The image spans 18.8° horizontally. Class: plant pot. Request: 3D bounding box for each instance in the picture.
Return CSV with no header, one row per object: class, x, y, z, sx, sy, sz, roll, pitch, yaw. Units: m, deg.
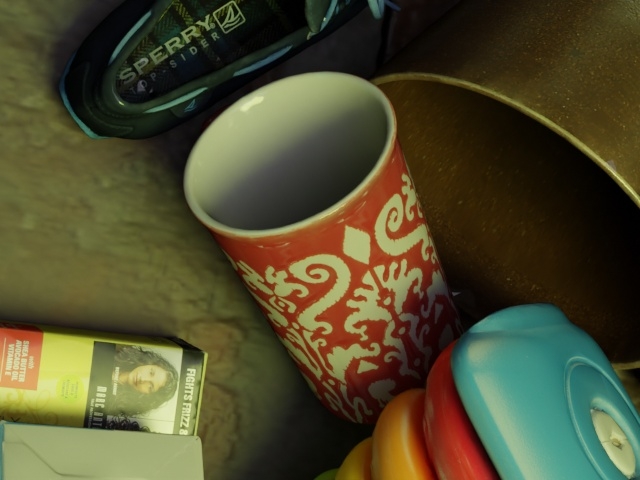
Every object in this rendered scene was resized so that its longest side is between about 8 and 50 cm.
plant pot,0.161,-0.086,1.061,0.215,0.215,0.230,46,63,-14

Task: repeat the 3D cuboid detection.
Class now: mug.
mug,0.009,-0.002,1.031,0.113,0.150,0.169,-19,132,8

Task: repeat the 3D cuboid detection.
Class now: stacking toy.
stacking toy,0.033,0.172,1.014,0.302,0.175,0.165,-34,75,24

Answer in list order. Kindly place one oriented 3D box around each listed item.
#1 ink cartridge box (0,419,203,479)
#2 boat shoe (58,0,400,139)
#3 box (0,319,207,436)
ink cartridge box,-0.133,0.169,0.999,0.104,0.181,0.061,7,49,-18
boat shoe,-0.019,-0.134,1.042,0.258,0.089,0.109,-45,104,-12
box,-0.181,0.082,1.011,0.232,0.058,0.087,9,90,-18
